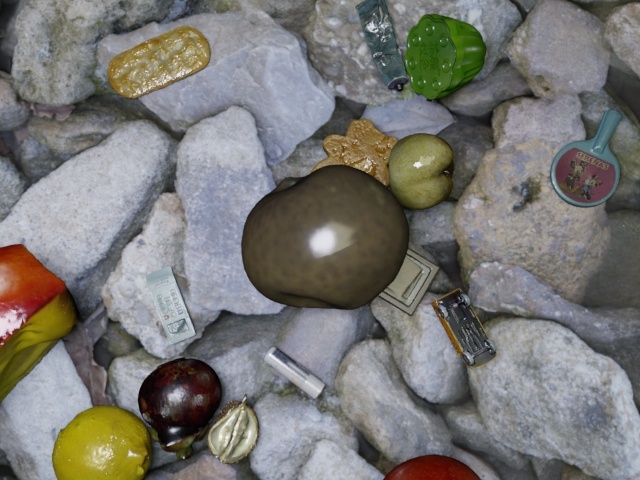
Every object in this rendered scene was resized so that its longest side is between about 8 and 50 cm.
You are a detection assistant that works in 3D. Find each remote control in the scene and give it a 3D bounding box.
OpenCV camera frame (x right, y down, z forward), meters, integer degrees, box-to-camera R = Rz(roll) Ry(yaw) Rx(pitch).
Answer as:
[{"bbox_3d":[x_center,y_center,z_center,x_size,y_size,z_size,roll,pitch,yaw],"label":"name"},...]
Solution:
[{"bbox_3d":[-0.325,0.140,1.120,0.061,0.029,0.162,-21,87,-2],"label":"remote control"}]

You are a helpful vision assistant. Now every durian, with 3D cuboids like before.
[{"bbox_3d":[-0.183,0.381,1.060,0.110,0.071,0.140,25,75,-33],"label":"durian"}]

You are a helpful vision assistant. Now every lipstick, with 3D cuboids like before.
[{"bbox_3d":[-0.057,0.280,1.096,0.141,0.040,0.040,36,82,5],"label":"lipstick"}]

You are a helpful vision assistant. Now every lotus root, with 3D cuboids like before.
[{"bbox_3d":[0.308,-0.420,1.166,0.186,0.186,0.186,0,81,-1],"label":"lotus root"}]

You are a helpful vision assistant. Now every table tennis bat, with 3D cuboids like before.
[{"bbox_3d":[0.628,-0.191,1.188,0.153,0.040,0.244,28,86,4],"label":"table tennis bat"}]

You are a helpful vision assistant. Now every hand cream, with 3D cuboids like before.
[{"bbox_3d":[0.148,-0.464,1.209,0.075,0.052,0.247,-18,84,11],"label":"hand cream"}]

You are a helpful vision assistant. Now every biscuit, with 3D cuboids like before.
[{"bbox_3d":[0.069,-0.157,1.170,0.184,0.035,0.248,34,83,5],"label":"biscuit"},{"bbox_3d":[-0.379,-0.419,1.207,0.247,0.029,0.118,-26,83,-5],"label":"biscuit"}]

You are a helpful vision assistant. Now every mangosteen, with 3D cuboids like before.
[{"bbox_3d":[-0.274,0.325,1.019,0.173,0.172,0.184,-14,60,-3],"label":"mangosteen"}]

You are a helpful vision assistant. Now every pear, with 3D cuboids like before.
[{"bbox_3d":[0.219,-0.148,1.109,0.137,0.167,0.167,2,80,21],"label":"pear"}]

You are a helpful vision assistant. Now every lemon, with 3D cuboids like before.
[{"bbox_3d":[-0.418,0.412,1.001,0.206,0.173,0.173,2,80,26],"label":"lemon"}]

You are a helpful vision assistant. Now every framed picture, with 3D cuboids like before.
[{"bbox_3d":[0.161,0.070,1.142,0.169,0.023,0.127,32,82,4],"label":"framed picture"}]

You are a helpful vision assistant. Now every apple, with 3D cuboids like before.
[{"bbox_3d":[0.220,0.545,0.973,0.261,0.216,0.260,1,80,-4],"label":"apple"}]

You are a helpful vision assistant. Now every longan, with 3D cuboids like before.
[{"bbox_3d":[0.000,0.000,1.021,0.350,0.288,0.288,-9,80,23],"label":"longan"}]

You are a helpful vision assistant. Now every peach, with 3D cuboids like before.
[{"bbox_3d":[-0.641,0.167,0.981,0.380,0.306,0.242,-44,91,-2],"label":"peach"}]

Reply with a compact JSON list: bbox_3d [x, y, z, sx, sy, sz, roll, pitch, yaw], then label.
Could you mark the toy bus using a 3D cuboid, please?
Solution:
[{"bbox_3d":[0.303,0.190,1.100,0.070,0.074,0.162,-25,80,-12],"label":"toy bus"}]
